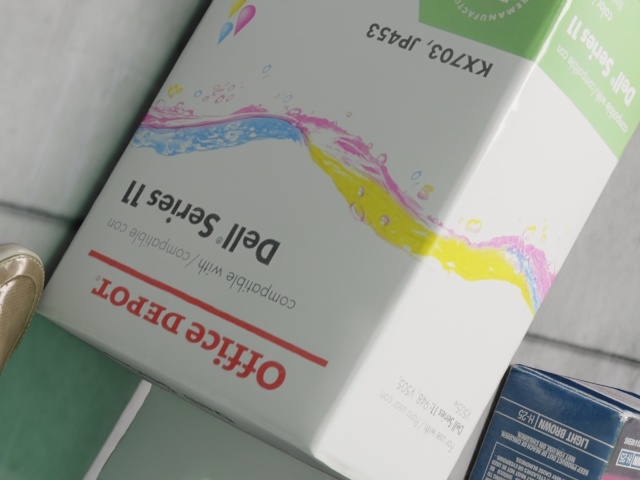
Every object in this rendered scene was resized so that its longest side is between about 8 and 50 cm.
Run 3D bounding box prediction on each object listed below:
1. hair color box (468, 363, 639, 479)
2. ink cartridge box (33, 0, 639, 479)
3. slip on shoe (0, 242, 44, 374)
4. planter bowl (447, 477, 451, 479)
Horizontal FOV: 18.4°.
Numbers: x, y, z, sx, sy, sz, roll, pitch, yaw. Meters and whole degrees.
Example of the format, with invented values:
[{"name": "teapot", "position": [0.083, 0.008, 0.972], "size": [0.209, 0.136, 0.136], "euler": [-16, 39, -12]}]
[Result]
[{"name": "hair color box", "position": [0.158, 0.275, 1.412], "size": [0.174, 0.105, 0.347], "euler": [16, 96, -51]}, {"name": "ink cartridge box", "position": [0.000, 0.000, 1.007], "size": [0.353, 0.207, 0.119], "euler": [-61, 143, -8]}, {"name": "slip on shoe", "position": [-0.173, 0.064, 0.970], "size": [0.135, 0.041, 0.051], "euler": [-54, 140, -16]}, {"name": "planter bowl", "position": [0.027, 0.182, 1.189], "size": [0.162, 0.162, 0.109], "euler": [5, 77, -50]}]
